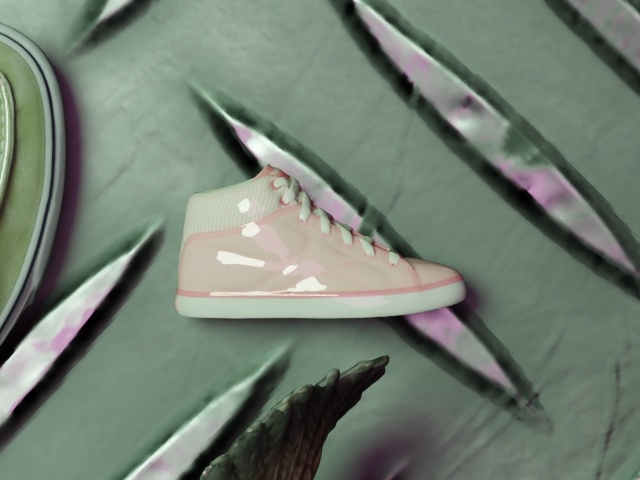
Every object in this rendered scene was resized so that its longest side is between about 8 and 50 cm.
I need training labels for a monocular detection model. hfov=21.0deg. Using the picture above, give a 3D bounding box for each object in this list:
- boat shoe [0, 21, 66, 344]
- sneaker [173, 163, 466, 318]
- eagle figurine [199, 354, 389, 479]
[{"bbox_3d":[-0.195,0.042,0.756,0.109,0.094,0.302,22,86,-1],"label":"boat shoe"},{"bbox_3d":[0.000,0.000,0.789,0.134,0.051,0.070,0,92,1],"label":"sneaker"},{"bbox_3d":[-0.084,0.189,0.711,0.298,0.226,0.225,-13,67,2],"label":"eagle figurine"}]
